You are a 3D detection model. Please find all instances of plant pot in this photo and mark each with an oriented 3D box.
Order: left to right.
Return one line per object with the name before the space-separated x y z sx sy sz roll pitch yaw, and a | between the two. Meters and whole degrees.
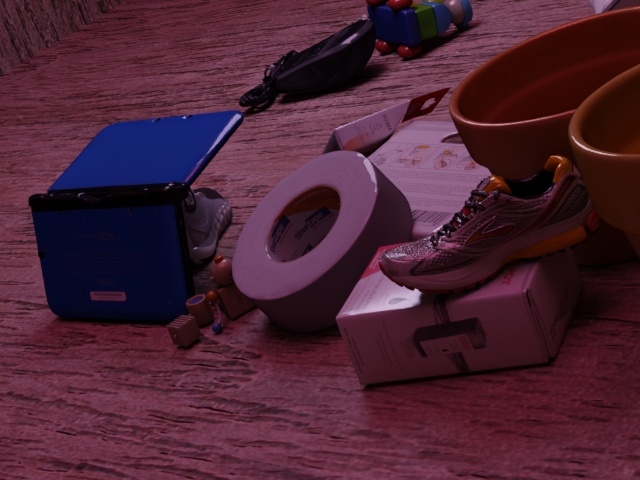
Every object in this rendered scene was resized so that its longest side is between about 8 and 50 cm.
plant pot | 0.309 -0.107 1.648 0.290 0.203 0.291 -19 22 8
plant pot | 0.379 -0.033 1.362 0.254 0.239 0.254 -19 22 8

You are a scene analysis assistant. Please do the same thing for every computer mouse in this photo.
computer mouse | 0.001 -0.298 2.581 0.272 0.072 0.188 -20 20 41

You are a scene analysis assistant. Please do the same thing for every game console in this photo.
game console | -0.237 -0.033 2.018 0.293 0.250 0.173 -1 11 43

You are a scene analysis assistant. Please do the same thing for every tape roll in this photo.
tape roll | 0.000 0.000 1.771 0.219 0.072 0.219 -29 38 25

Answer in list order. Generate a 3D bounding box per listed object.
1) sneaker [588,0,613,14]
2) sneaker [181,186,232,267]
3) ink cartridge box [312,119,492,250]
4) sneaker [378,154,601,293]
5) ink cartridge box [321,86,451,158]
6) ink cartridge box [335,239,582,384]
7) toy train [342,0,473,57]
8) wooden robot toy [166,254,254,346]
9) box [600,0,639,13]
sneaker | 0.549 -0.375 2.196 0.305 0.114 0.152 -22 32 17
sneaker | -0.189 -0.062 2.121 0.086 0.132 0.229 -19 22 8
ink cartridge box | 0.138 -0.060 1.890 0.261 0.066 0.296 -36 26 -30
sneaker | 0.161 -0.019 1.494 0.225 0.093 0.088 -23 23 -1
ink cartridge box | 0.096 -0.152 2.111 0.179 0.045 0.145 -19 -7 -10
ink cartridge box | 0.147 0.064 1.563 0.217 0.092 0.158 -8 26 27
toy train | 0.152 -0.397 2.622 0.143 0.105 0.248 -19 20 -19
wooden robot toy | -0.124 0.056 1.859 0.173 0.079 0.076 -30 23 -19
box | 0.423 -0.243 1.738 0.087 0.169 0.290 -32 -6 -24
